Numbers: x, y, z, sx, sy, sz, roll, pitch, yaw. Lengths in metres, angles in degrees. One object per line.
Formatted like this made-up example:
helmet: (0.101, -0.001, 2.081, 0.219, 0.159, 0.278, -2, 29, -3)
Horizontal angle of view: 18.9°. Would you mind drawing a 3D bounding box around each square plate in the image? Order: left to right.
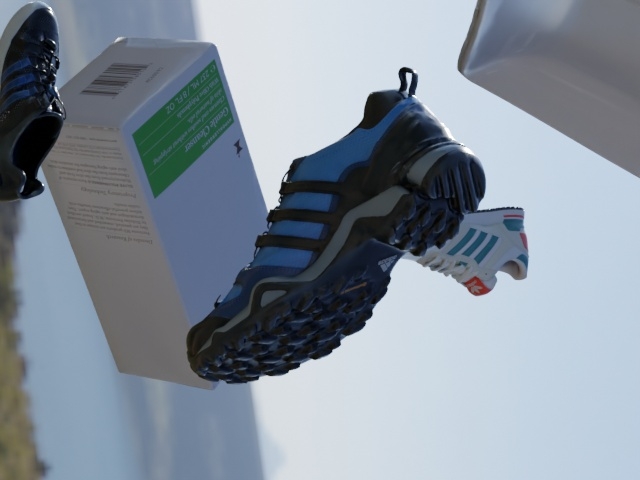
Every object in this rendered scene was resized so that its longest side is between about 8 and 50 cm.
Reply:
square plate: (0.251, -0.073, 1.157, 0.049, 0.347, 0.344, -61, 176, -8)

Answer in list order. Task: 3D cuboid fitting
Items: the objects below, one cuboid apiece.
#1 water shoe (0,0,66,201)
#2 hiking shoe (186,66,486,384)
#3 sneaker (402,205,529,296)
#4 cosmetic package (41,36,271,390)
water shoe: (-0.272, -0.131, 1.845, 0.073, 0.080, 0.203, 31, 69, -56)
hiking shoe: (0.000, 0.000, 1.622, 0.113, 0.304, 0.132, 35, 19, -53)
sneaker: (0.129, 0.014, 1.743, 0.057, 0.161, 0.075, -19, -99, 51)
cosmetic package: (-0.180, -0.031, 2.229, 0.197, 0.155, 0.365, -49, 133, -39)
